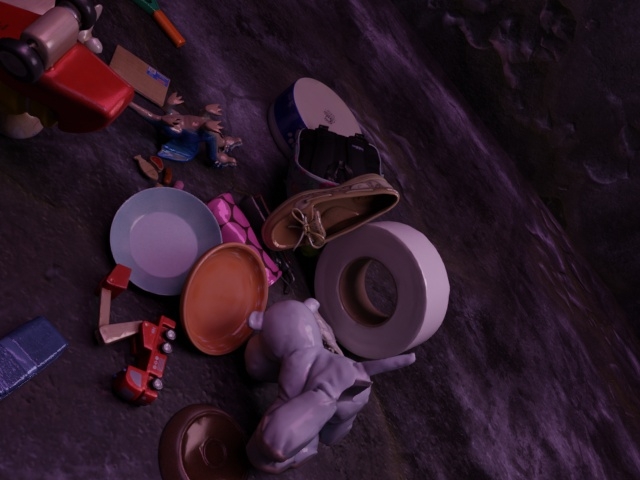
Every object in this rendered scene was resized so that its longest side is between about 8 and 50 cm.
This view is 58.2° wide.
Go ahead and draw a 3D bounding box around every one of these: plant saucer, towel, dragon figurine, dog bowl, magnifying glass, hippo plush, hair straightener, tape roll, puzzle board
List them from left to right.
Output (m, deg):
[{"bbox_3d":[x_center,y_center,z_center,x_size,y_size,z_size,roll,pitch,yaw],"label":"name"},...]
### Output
[{"bbox_3d":[-0.404,0.155,0.769,0.067,0.029,0.119,53,36,-5],"label":"towel"},{"bbox_3d":[-0.382,-0.345,1.214,0.128,0.011,0.097,31,41,-32],"label":"puzzle board"},{"bbox_3d":[-0.402,-0.552,1.347,0.231,0.026,0.092,49,35,-6],"label":"magnifying glass"},{"bbox_3d":[-0.269,0.004,1.005,0.194,0.037,0.195,9,70,-28],"label":"plant saucer"},{"bbox_3d":[-0.284,-0.215,1.160,0.289,0.144,0.085,4,59,-26],"label":"dragon figurine"},{"bbox_3d":[-0.172,0.336,0.903,0.168,0.029,0.169,30,42,-31],"label":"plant saucer"},{"bbox_3d":[-0.172,0.100,1.012,0.200,0.037,0.200,-16,111,-51],"label":"plant saucer"},{"bbox_3d":[-0.117,0.009,1.218,0.089,0.047,0.231,-7,73,-65],"label":"hair straightener"},{"bbox_3d":[-0.052,0.221,0.961,0.234,0.294,0.237,-15,56,-40],"label":"hippo plush"},{"bbox_3d":[-0.009,-0.298,1.540,0.264,0.104,0.265,30,42,-32],"label":"dog bowl"},{"bbox_3d":[0.123,0.103,1.221,0.100,0.286,0.286,-9,70,-51],"label":"tape roll"}]

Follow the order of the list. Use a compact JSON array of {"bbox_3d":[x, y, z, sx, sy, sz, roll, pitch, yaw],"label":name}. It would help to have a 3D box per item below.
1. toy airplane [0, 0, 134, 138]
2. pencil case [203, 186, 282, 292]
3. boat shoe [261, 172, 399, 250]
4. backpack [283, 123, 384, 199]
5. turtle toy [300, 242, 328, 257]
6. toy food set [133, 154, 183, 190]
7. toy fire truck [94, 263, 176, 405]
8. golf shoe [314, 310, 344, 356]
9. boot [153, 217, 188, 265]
[{"bbox_3d":[-0.497,-0.261,0.837,0.385,0.272,0.385,-18,61,-17],"label":"toy airplane"},{"bbox_3d":[-0.158,0.006,1.136,0.209,0.095,0.098,59,14,1],"label":"pencil case"},{"bbox_3d":[0.017,-0.054,1.155,0.105,0.285,0.089,67,-6,-25],"label":"boat shoe"},{"bbox_3d":[0.029,-0.135,1.327,0.225,0.191,0.254,13,27,-8],"label":"backpack"},{"bbox_3d":[0.000,0.000,1.339,0.095,0.066,0.130,27,26,24],"label":"turtle toy"},{"bbox_3d":[-0.305,-0.117,1.118,0.122,0.019,0.078,53,34,9],"label":"toy food set"},{"bbox_3d":[-0.296,0.145,0.890,0.135,0.047,0.192,33,42,-29],"label":"toy fire truck"},{"bbox_3d":[0.016,0.214,1.196,0.176,0.069,0.086,59,29,2],"label":"golf shoe"},{"bbox_3d":[-0.261,-0.010,1.065,0.106,0.037,0.114,-25,79,-42],"label":"boot"}]
